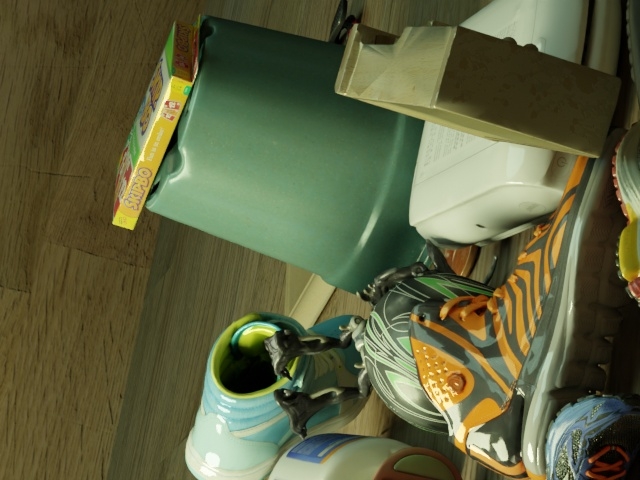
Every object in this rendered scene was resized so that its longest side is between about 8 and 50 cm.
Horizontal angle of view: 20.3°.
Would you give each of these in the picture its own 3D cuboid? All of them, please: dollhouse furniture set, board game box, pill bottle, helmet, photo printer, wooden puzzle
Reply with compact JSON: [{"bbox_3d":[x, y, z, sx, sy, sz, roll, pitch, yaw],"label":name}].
[{"bbox_3d":[0.180,-0.288,1.551,0.256,0.362,0.394,-159,84,-72],"label":"dollhouse furniture set"},{"bbox_3d":[-0.200,-0.148,2.181,0.124,0.039,0.259,-93,26,-51],"label":"board game box"},{"bbox_3d":[0.027,0.288,1.955,0.272,0.152,0.152,164,121,-74],"label":"pill bottle"},{"bbox_3d":[0.124,0.111,1.755,0.169,0.161,0.169,-164,90,-76],"label":"helmet"},{"bbox_3d":[0.204,-0.136,1.834,0.307,0.107,0.256,151,133,-69],"label":"photo printer"},{"bbox_3d":[0.000,0.000,2.601,0.239,0.044,0.221,-95,25,-44],"label":"wooden puzzle"}]

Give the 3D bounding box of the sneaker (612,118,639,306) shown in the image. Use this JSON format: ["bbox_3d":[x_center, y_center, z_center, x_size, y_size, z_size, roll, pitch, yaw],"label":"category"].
[{"bbox_3d":[0.299,-0.029,1.453,0.092,0.088,0.225,-33,33,30],"label":"sneaker"}]

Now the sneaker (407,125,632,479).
[{"bbox_3d":[0.174,0.043,1.577,0.180,0.124,0.321,17,90,38],"label":"sneaker"}]

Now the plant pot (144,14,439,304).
[{"bbox_3d":[-0.029,-0.114,2.234,0.341,0.334,0.341,-165,90,-76],"label":"plant pot"}]

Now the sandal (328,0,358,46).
[{"bbox_3d":[0.037,-0.330,2.831,0.179,0.040,0.067,104,-176,-74],"label":"sandal"}]

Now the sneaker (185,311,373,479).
[{"bbox_3d":[-0.022,0.141,2.095,0.319,0.127,0.208,-40,-27,-40],"label":"sneaker"}]

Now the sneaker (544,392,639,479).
[{"bbox_3d":[0.222,0.216,1.479,0.087,0.083,0.221,-115,36,-49],"label":"sneaker"}]

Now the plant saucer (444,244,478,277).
[{"bbox_3d":[0.160,0.015,2.023,0.083,0.013,0.083,-164,90,-75],"label":"plant saucer"}]

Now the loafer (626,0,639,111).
[{"bbox_3d":[0.306,-0.040,1.288,0.134,0.130,0.366,35,-133,-60],"label":"loafer"}]

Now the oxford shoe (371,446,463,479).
[{"bbox_3d":[0.055,0.402,1.762,0.146,0.140,0.397,134,150,-72],"label":"oxford shoe"}]

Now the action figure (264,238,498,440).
[{"bbox_3d":[0.081,0.105,1.925,0.141,0.275,0.164,47,-158,-66],"label":"action figure"}]
